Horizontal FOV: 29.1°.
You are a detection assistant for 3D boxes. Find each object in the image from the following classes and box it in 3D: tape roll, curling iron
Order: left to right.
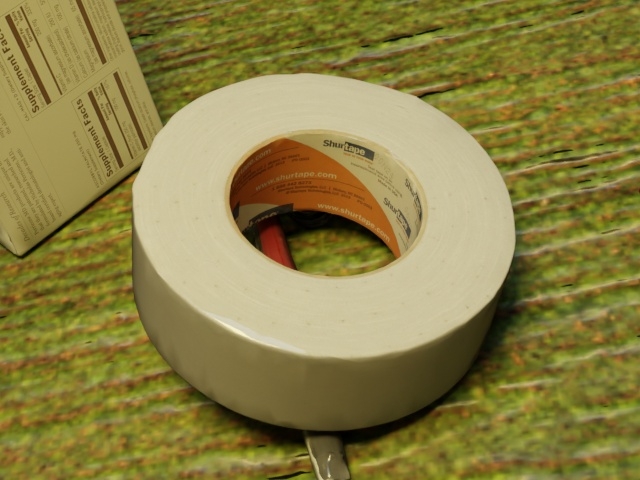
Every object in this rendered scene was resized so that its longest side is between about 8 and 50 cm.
[{"bbox_3d":[-0.009,0.031,0.760,0.068,0.035,0.274,-12,46,5],"label":"curling iron"},{"bbox_3d":[0.000,0.000,0.720,0.219,0.072,0.219,5,49,-5],"label":"tape roll"}]

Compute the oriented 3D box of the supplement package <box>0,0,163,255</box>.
[{"bbox_3d":[-0.252,-0.158,0.845,0.145,0.262,0.204,-40,50,-22],"label":"supplement package"}]

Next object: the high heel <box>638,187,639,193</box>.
[{"bbox_3d":[0.284,0.050,0.597,0.181,0.127,0.377,-22,31,15],"label":"high heel"}]
